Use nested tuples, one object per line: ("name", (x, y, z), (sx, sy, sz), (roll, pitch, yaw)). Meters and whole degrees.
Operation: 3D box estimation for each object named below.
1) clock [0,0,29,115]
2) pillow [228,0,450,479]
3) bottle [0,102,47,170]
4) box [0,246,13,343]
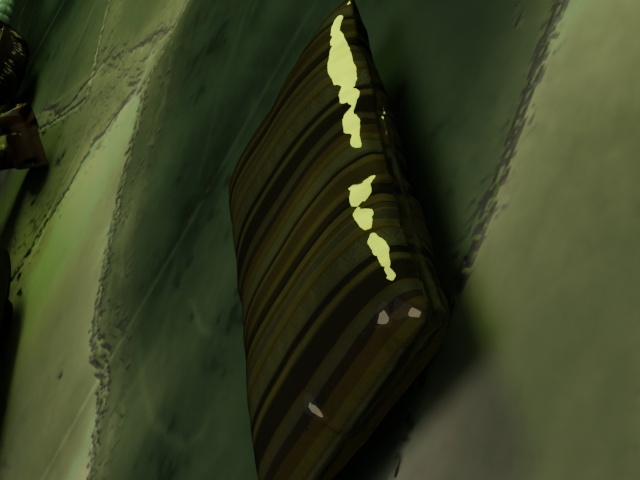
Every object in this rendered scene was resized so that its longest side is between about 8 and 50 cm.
("clock", (-0.333, -0.139, 1.231), (0.195, 0.100, 0.194), (-46, 30, 37))
("pillow", (0.000, 0.000, 0.504), (0.113, 0.038, 0.203), (-56, 26, 31))
("bottle", (-0.323, -0.043, 0.947), (0.297, 0.206, 0.173), (-44, -60, -78))
("box", (-0.306, 0.172, 0.941), (0.290, 0.073, 0.289), (-45, 32, 40))
